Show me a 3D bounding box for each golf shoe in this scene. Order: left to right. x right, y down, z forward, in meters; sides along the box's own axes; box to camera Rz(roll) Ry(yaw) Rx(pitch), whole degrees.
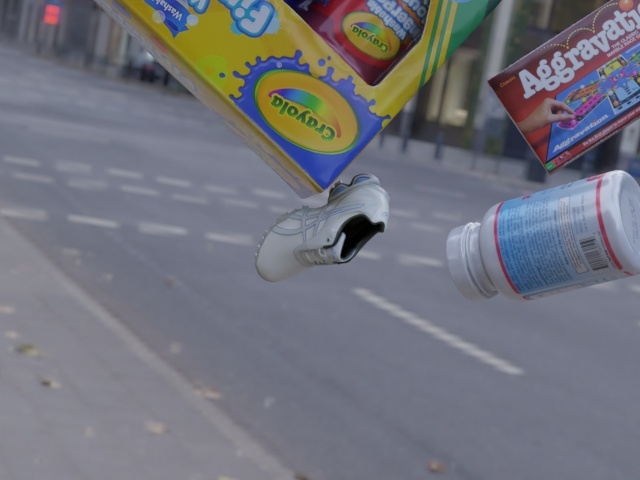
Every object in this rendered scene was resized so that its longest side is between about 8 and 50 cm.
[{"bbox_3d":[0.000,0.000,1.676,0.069,0.176,0.086,42,22,-32],"label":"golf shoe"}]

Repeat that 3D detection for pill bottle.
[{"bbox_3d":[0.190,0.002,1.277,0.160,0.087,0.087,-16,-8,30],"label":"pill bottle"}]

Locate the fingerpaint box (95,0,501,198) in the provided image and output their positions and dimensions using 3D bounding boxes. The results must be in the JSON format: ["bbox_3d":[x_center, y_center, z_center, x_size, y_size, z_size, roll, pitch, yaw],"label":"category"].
[{"bbox_3d":[-0.045,-0.329,1.684,0.445,0.371,0.163,44,-8,-6],"label":"fingerpaint box"}]

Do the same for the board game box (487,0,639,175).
[{"bbox_3d":[0.365,-0.217,1.916,0.145,0.281,0.027,58,3,16],"label":"board game box"}]
